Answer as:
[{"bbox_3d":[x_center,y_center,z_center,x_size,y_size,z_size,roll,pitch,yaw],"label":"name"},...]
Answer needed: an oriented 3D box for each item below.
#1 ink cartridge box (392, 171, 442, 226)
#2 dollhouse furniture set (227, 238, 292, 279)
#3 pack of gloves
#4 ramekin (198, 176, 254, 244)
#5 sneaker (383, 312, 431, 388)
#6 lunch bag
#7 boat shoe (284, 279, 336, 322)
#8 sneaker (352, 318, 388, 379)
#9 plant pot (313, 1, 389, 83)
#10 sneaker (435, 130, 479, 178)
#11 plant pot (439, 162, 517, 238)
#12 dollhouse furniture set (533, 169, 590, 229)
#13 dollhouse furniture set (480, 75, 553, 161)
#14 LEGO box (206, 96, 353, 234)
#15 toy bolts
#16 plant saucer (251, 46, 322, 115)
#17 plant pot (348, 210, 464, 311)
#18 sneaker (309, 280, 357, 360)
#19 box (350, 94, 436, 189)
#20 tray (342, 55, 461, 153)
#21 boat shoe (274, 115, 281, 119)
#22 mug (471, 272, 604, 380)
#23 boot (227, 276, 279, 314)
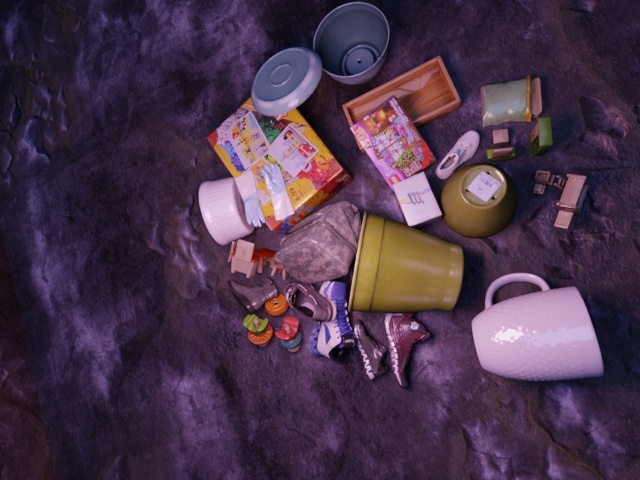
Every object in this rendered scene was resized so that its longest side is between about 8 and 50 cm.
[{"bbox_3d":[0.365,-0.145,1.530,0.127,0.128,0.176,-21,78,15],"label":"ink cartridge box"},{"bbox_3d":[-0.247,0.058,1.641,0.262,0.259,0.135,16,100,17],"label":"dollhouse furniture set"},{"bbox_3d":[-0.225,-0.177,1.561,0.195,0.046,0.232,-21,79,14],"label":"pack of gloves"},{"bbox_3d":[-0.379,-0.130,1.697,0.135,0.277,0.277,-16,81,9],"label":"ramekin"},{"bbox_3d":[0.337,0.398,1.508,0.162,0.106,0.281,-12,81,13],"label":"sneaker"},{"bbox_3d":[0.000,0.000,1.531,0.212,0.305,0.256,41,55,-17],"label":"lunch bag"},{"bbox_3d":[-0.069,0.226,1.568,0.335,0.095,0.112,19,101,54],"label":"boat shoe"},{"bbox_3d":[0.199,0.409,1.566,0.106,0.078,0.234,-19,83,12],"label":"sneaker"},{"bbox_3d":[0.140,-0.745,1.618,0.293,0.196,0.293,-2,84,17],"label":"plant pot"},{"bbox_3d":[0.514,-0.324,1.516,0.080,0.094,0.212,41,98,18],"label":"sneaker"},{"bbox_3d":[0.541,-0.156,1.388,0.275,0.293,0.275,-2,85,18],"label":"plant pot"},{"bbox_3d":[0.817,-0.135,1.424,0.161,0.101,0.182,21,93,43],"label":"dollhouse furniture set"},{"bbox_3d":[0.684,-0.451,1.442,0.197,0.151,0.301,-3,84,17],"label":"dollhouse furniture set"},{"bbox_3d":[-0.167,-0.336,1.682,0.372,0.193,0.500,-39,75,10],"label":"LEGO box"},{"bbox_3d":[-0.165,0.360,1.681,0.228,0.158,0.218,18,51,28],"label":"toy bolts"},{"bbox_3d":[-0.142,-0.620,1.554,0.317,0.044,0.317,-11,63,23],"label":"plant saucer"},{"bbox_3d":[0.301,0.102,1.438,0.353,0.366,0.366,9,88,7],"label":"plant pot"},{"bbox_3d":[0.073,0.318,1.551,0.182,0.127,0.315,18,98,51],"label":"sneaker"},{"bbox_3d":[0.276,-0.369,1.551,0.201,0.057,0.293,-35,103,13],"label":"box"},{"bbox_3d":[0.314,-0.529,1.609,0.411,0.076,0.203,-23,79,14],"label":"tray"},{"bbox_3d":[-0.135,-0.528,1.569,0.043,0.049,0.137,40,94,-26],"label":"boat shoe"},{"bbox_3d":[0.680,0.274,1.345,0.328,0.276,0.374,-15,51,23],"label":"mug"},{"bbox_3d":[-0.281,0.209,1.729,0.161,0.083,0.246,-33,37,-20],"label":"boot"}]
